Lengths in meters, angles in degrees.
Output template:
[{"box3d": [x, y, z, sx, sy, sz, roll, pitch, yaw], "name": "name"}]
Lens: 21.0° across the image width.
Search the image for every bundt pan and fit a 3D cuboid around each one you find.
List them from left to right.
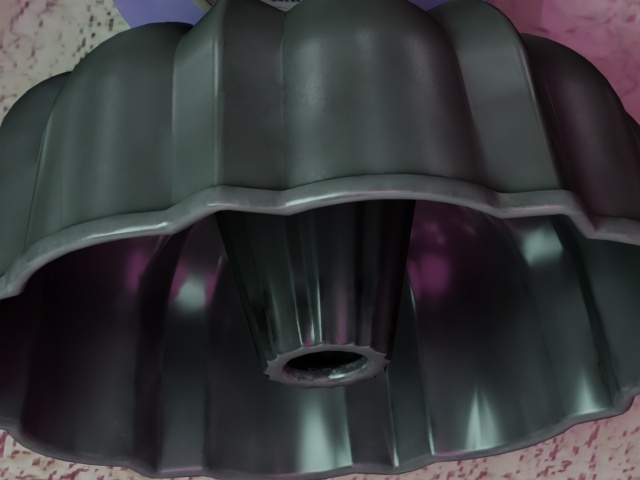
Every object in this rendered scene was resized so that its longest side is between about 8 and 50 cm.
[{"box3d": [0.000, 0.000, 0.756, 0.331, 0.124, 0.331, -3, 154, -1], "name": "bundt pan"}]

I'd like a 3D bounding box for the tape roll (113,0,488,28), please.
[{"box3d": [-0.010, -0.160, 0.777, 0.189, 0.080, 0.189, -1, 111, -3], "name": "tape roll"}]
